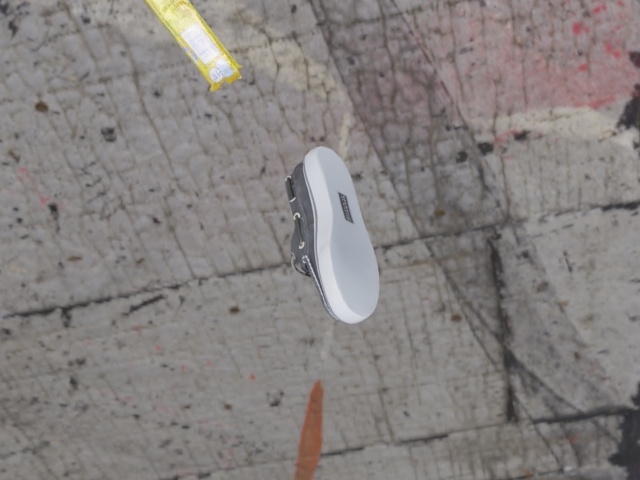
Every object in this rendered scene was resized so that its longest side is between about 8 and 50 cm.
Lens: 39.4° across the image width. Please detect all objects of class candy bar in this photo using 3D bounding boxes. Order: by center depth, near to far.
[{"bbox_3d":[-0.132,-0.206,0.814,0.040,0.018,0.161,-39,94,-11],"label":"candy bar"}]

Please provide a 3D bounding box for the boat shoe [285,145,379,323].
[{"bbox_3d":[0.000,0.000,0.946,0.076,0.228,0.080,-36,138,29],"label":"boat shoe"}]
